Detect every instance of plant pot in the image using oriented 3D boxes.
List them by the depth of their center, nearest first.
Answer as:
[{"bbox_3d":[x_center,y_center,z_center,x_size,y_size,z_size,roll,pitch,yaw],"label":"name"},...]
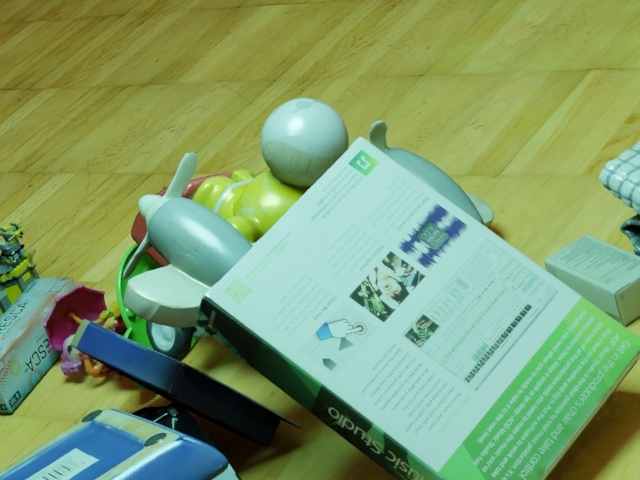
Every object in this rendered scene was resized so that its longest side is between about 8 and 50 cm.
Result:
[{"bbox_3d":[-0.163,0.268,1.405,0.236,0.212,0.236,-31,17,-21],"label":"plant pot"}]

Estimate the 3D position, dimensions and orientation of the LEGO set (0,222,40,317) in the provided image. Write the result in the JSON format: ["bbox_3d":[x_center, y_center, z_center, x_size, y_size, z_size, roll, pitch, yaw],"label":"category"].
[{"bbox_3d":[-0.503,0.035,2.149,0.331,0.192,0.255,10,40,46],"label":"LEGO set"}]

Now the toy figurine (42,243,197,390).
[{"bbox_3d":[-0.232,0.100,1.966,0.159,0.130,0.173,-19,48,35],"label":"toy figurine"}]

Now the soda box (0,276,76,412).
[{"bbox_3d":[-0.331,0.115,2.022,0.058,0.063,0.183,-4,30,31],"label":"soda box"}]

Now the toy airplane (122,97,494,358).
[{"bbox_3d":[0.000,0.000,1.766,0.384,0.272,0.386,-1,13,-3],"label":"toy airplane"}]

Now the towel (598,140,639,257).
[{"bbox_3d":[0.444,-0.050,1.712,0.283,0.121,0.235,-35,40,-17],"label":"towel"}]

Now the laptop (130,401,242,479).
[{"bbox_3d":[-0.202,0.265,1.678,0.234,0.137,0.264,-30,3,-18],"label":"laptop"}]

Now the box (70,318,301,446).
[{"bbox_3d":[-0.132,0.141,1.757,0.225,0.136,0.036,16,76,51],"label":"box"}]

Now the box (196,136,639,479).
[{"bbox_3d":[0.088,0.081,1.566,0.322,0.058,0.232,36,59,13],"label":"box"}]

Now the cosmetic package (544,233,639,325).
[{"bbox_3d":[0.276,0.038,1.762,0.060,0.041,0.115,-29,28,-18],"label":"cosmetic package"}]
